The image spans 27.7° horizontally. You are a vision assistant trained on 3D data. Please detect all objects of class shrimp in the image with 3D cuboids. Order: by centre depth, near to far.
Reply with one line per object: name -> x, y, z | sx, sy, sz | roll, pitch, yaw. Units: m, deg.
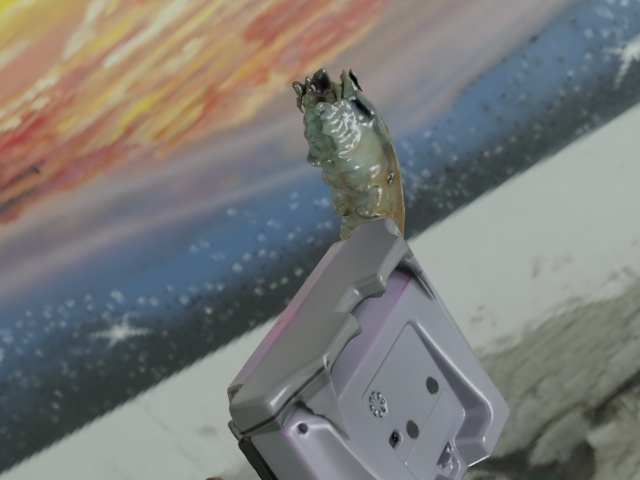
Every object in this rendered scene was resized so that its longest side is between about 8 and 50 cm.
shrimp -> 0.020, -0.003, 1.254 | 0.068, 0.185, 0.287 | 3, -109, 36

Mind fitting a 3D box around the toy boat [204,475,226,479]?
toy boat -> -0.140, 0.310, 1.031 | 0.318, 0.141, 0.099 | -57, -179, -35

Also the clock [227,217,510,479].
clock -> 0.047, 0.116, 0.974 | 0.083, 0.186, 0.253 | -19, -157, 36
